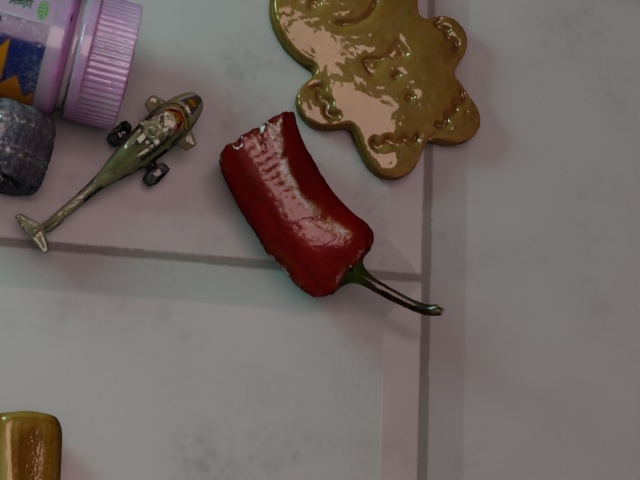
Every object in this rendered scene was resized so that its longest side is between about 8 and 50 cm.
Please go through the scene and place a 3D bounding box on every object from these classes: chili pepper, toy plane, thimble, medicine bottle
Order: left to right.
[{"bbox_3d":[-0.410,-0.121,1.882,0.150,0.150,0.098,14,77,-11],"label":"thimble"},{"bbox_3d":[-0.383,-0.254,1.901,0.290,0.178,0.178,14,74,-10],"label":"medicine bottle"},{"bbox_3d":[-0.263,-0.095,1.942,0.286,0.108,0.092,-40,91,-7],"label":"toy plane"},{"bbox_3d":[-0.004,0.003,1.962,0.131,0.134,0.338,-33,88,-36],"label":"chili pepper"}]

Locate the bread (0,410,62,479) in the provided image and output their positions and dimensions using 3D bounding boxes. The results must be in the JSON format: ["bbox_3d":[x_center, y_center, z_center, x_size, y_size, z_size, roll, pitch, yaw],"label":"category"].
[{"bbox_3d":[-0.367,0.329,1.826,0.092,0.074,0.239,7,77,-29],"label":"bread"}]

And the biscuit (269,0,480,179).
[{"bbox_3d":[0.073,-0.264,2.088,0.275,0.052,0.355,-26,86,-19],"label":"biscuit"}]
